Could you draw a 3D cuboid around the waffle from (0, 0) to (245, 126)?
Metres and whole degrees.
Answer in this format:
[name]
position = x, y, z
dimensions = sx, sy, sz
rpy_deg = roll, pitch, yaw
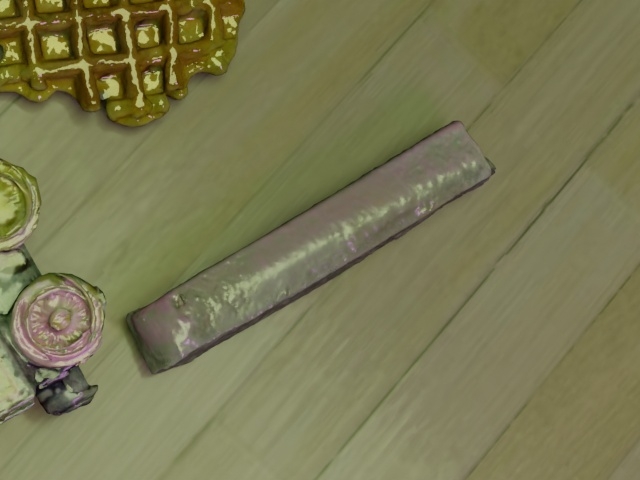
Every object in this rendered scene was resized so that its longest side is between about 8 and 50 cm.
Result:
[waffle]
position = -0.198, -0.260, 1.682
dimensions = 0.281, 0.058, 0.301
rpy_deg = 17, 77, -13

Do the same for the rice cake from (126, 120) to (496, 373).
[rice cake]
position = 0.000, 0.001, 1.694
dimensions = 0.399, 0.064, 0.070
rpy_deg = -31, 85, -19

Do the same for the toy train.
[toy train]
position = -0.297, 0.047, 1.560
dimensions = 0.177, 0.134, 0.261
rpy_deg = -30, 90, -19
